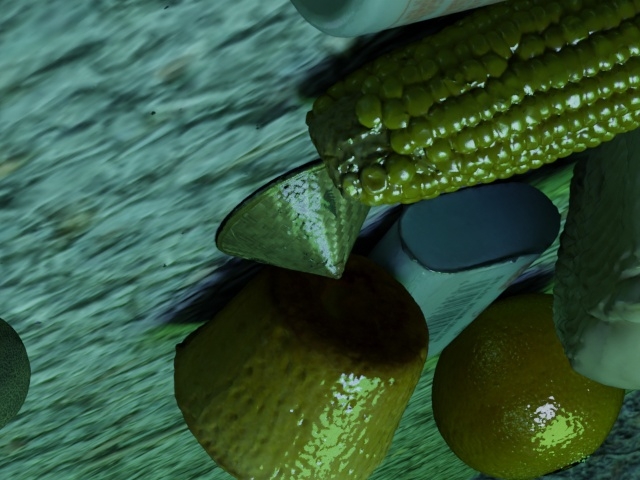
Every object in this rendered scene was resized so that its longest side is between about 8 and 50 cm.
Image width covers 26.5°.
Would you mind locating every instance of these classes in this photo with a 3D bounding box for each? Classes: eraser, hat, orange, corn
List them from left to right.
[{"bbox_3d":[0.000,0.000,1.027,0.146,0.067,0.146,-24,162,-8],"label":"hat"},{"bbox_3d":[0.098,0.041,1.254,0.174,0.081,0.227,-11,158,-30],"label":"eraser"},{"bbox_3d":[0.244,0.171,1.598,0.236,0.236,0.236,-24,162,-8],"label":"orange"},{"bbox_3d":[0.148,-0.109,0.865,0.322,0.119,0.119,-20,161,-4],"label":"corn"}]

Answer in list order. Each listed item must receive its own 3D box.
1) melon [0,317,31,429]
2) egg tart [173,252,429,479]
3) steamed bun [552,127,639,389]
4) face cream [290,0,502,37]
[{"bbox_3d":[-0.253,0.091,0.880,0.131,0.098,0.098,-9,155,-31],"label":"melon"},{"bbox_3d":[-0.010,0.096,1.122,0.203,0.202,0.147,-10,141,-42],"label":"egg tart"},{"bbox_3d":[0.319,-0.015,1.111,0.203,0.289,0.276,9,-164,-3],"label":"steamed bun"},{"bbox_3d":[0.103,-0.169,0.653,0.252,0.101,0.101,-17,160,-26],"label":"face cream"}]
